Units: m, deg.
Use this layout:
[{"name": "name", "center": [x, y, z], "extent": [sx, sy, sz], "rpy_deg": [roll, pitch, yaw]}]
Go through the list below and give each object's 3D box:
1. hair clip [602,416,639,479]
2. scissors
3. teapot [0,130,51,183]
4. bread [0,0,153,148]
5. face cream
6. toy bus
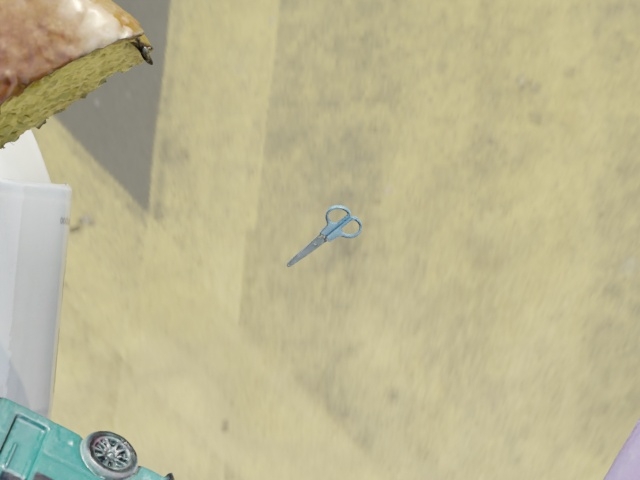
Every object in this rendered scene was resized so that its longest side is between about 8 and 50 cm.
[{"name": "hair clip", "center": [0.212, 0.206, 1.352], "extent": [0.137, 0.090, 0.278], "rpy_deg": [20, 62, 45]}, {"name": "scissors", "center": [0.000, 0.000, 1.688], "extent": [0.036, 0.083, 0.006], "rpy_deg": [41, 30, -19]}, {"name": "teapot", "center": [-0.318, -0.014, 1.779], "extent": [0.166, 0.299, 0.208], "rpy_deg": [-17, 34, -29]}, {"name": "bread", "center": [-0.241, -0.113, 1.245], "extent": [0.260, 0.129, 0.134], "rpy_deg": [-28, 90, 6]}, {"name": "face cream", "center": [-0.277, 0.134, 1.493], "extent": [0.145, 0.145, 0.369], "rpy_deg": [5, 91, 1]}, {"name": "toy bus", "center": [-0.161, 0.121, 0.910], "extent": [0.160, 0.079, 0.091], "rpy_deg": [28, 34, -9]}]
